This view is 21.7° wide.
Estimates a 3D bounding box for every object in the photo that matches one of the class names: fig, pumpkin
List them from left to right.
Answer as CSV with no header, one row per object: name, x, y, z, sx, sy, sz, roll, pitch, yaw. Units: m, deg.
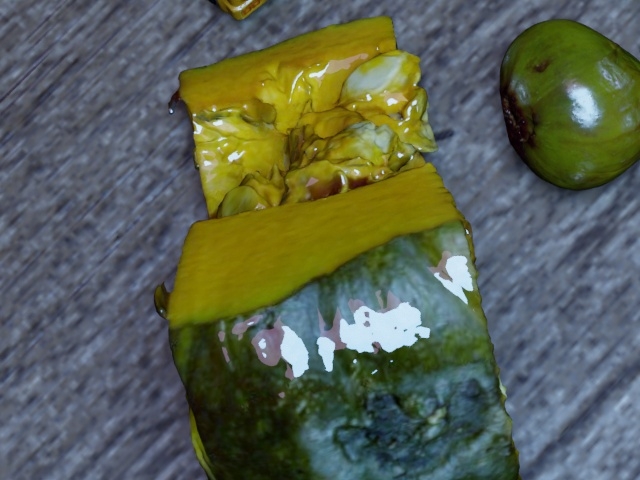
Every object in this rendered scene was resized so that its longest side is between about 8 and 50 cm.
pumpkin,-0.001,0.000,0.775,0.139,0.190,0.281,-15,73,3
fig,0.141,-0.070,0.844,0.098,0.082,0.084,-11,37,-13

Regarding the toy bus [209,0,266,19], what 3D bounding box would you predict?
toy bus,-0.079,-0.218,0.896,0.083,0.088,0.194,-40,74,-6
